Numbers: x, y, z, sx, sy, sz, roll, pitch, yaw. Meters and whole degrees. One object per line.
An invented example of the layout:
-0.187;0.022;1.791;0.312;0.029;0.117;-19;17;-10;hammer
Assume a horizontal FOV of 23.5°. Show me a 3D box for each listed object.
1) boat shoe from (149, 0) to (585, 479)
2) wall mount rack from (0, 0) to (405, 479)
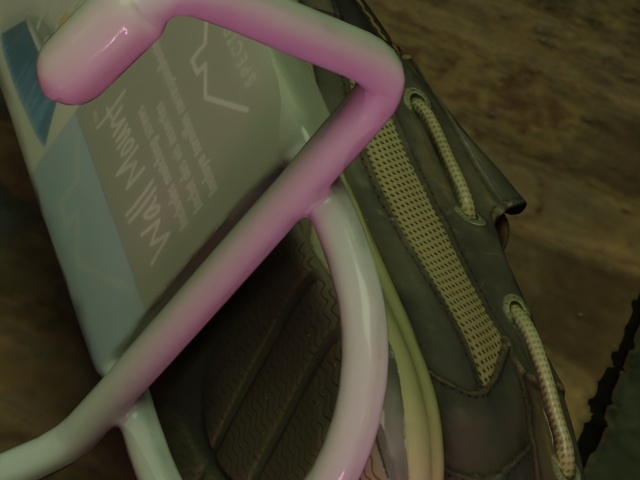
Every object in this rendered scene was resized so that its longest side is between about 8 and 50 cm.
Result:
0.000;0.000;0.570;0.130;0.132;0.355;22;38;-31;boat shoe
-0.128;-0.035;0.486;0.130;0.304;0.350;13;42;-42;wall mount rack
